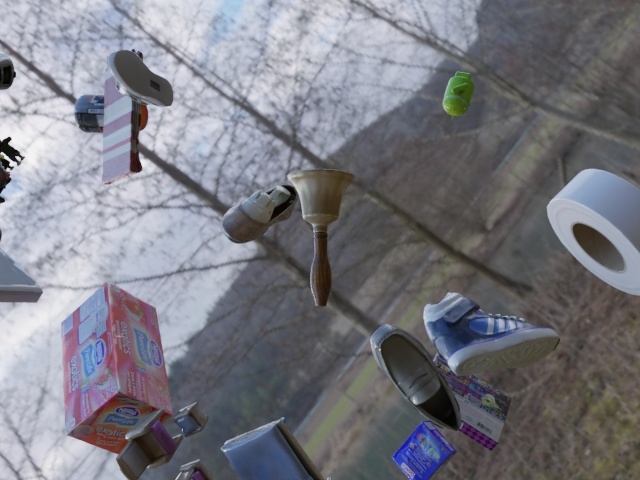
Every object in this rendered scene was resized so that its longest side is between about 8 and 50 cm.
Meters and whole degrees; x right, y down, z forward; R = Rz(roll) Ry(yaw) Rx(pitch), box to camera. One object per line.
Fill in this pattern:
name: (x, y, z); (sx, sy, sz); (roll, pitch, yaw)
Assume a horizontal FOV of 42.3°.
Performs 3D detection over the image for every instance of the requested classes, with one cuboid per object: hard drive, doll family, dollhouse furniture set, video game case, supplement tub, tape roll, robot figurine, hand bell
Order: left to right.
hard drive: (-0.700, 0.045, 1.572); (0.040, 0.203, 0.307); (-55, -21, 9)
doll family: (-0.877, -0.193, 2.177); (0.076, 0.111, 0.193); (-5, 50, 48)
supplement tub: (-0.604, -0.366, 2.397); (0.117, 0.190, 0.117); (4, -90, -73)
dollhouse furniture set: (-0.155, 0.411, 1.364); (0.303, 0.286, 0.198); (-26, 14, 28)
hand bell: (0.000, 0.000, 1.517); (0.126, 0.126, 0.242); (52, -142, -81)
robot figurine: (0.343, -0.360, 2.053); (0.101, 0.067, 0.115); (65, -139, -67)
video game case: (0.364, 0.406, 2.108); (0.042, 0.232, 0.210); (-63, -9, 29)
tape roll: (0.624, -0.015, 1.761); (0.100, 0.286, 0.286); (-42, -10, -9)

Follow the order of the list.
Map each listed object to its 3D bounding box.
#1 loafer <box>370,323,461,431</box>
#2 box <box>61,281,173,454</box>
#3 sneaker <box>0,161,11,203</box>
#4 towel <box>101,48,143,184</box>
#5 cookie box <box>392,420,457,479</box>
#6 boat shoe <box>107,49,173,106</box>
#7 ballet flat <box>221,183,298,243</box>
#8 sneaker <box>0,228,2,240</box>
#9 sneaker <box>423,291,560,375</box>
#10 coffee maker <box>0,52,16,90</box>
loafer: (0.223, 0.310, 1.848); (0.112, 0.319, 0.111); (-42, 29, -1)
box: (-0.409, 0.251, 1.648); (0.154, 0.300, 0.142); (-40, -49, 16)
sneaker: (-0.711, -0.145, 1.815); (0.061, 0.065, 0.158); (125, 144, -65)
towel: (-0.533, -0.325, 2.220); (0.037, 0.329, 0.237); (4, -6, -34)
cookie box: (0.216, 0.447, 1.726); (0.107, 0.092, 0.040); (-53, -32, 15)
boat shoe: (-0.460, -0.393, 2.035); (0.267, 0.088, 0.096); (15, -107, -71)
ballet flat: (-0.146, -0.084, 2.091); (0.106, 0.107, 0.316); (-53, -6, 26)
sneaker: (-0.876, 0.024, 2.020); (0.211, 0.080, 0.081); (-32, -5, 1)
sneaker: (0.419, 0.205, 2.093); (0.322, 0.236, 0.130); (-8, -42, -20)
coffee maker: (-0.779, -0.372, 1.791); (0.120, 0.171, 0.178); (-55, 6, 18)
